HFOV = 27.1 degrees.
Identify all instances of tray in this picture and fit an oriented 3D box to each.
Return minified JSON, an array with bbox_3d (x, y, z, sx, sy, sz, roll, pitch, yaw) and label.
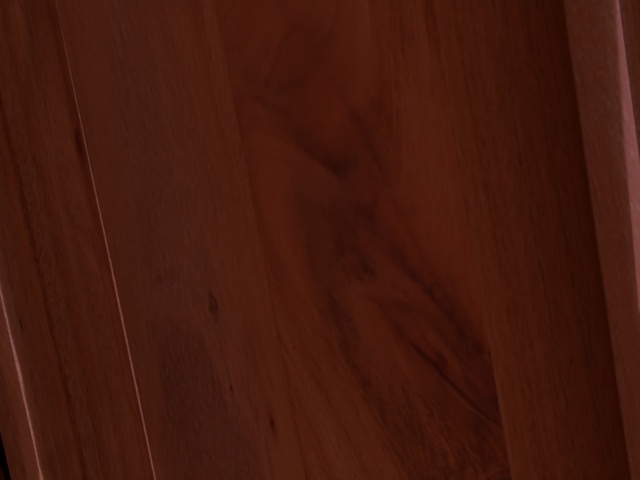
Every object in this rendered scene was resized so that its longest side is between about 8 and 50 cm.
[{"bbox_3d":[0.000,0.000,0.381,0.203,0.076,0.411,-5,102,25],"label":"tray"}]

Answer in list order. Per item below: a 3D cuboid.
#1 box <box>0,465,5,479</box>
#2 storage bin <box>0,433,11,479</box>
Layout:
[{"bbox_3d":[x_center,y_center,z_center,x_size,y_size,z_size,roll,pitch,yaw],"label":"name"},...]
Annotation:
[{"bbox_3d":[-0.155,0.092,0.481,0.081,0.136,0.028,-38,141,11],"label":"box"},{"bbox_3d":[-0.048,0.133,0.543,0.122,0.084,0.180,-29,116,7],"label":"storage bin"}]
